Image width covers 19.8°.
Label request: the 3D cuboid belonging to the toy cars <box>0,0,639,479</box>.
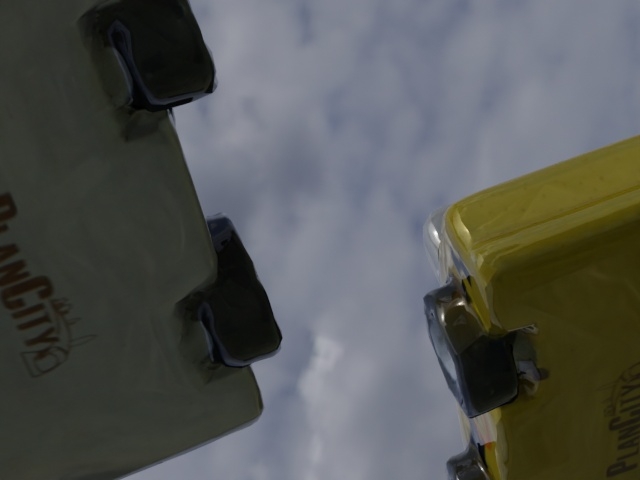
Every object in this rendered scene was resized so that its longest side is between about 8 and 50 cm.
[{"bbox_3d":[0.000,0.000,0.455,0.394,0.087,0.176,15,-51,-44],"label":"toy cars"}]
